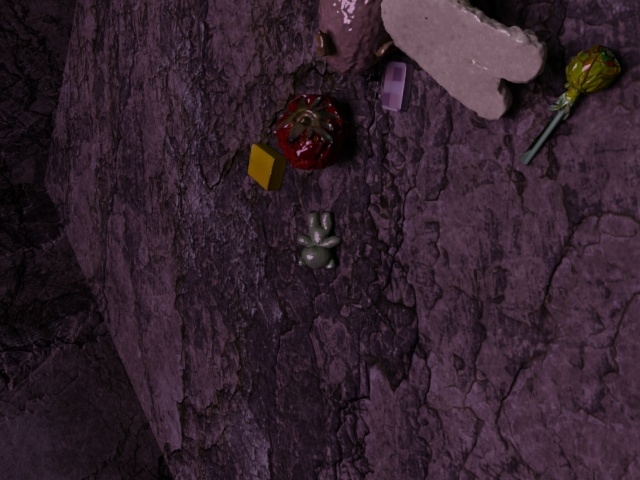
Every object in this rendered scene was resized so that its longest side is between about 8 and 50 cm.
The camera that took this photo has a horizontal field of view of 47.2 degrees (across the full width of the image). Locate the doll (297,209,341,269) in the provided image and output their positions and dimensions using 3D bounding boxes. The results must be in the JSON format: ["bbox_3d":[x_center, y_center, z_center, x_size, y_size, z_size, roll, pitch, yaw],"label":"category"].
[{"bbox_3d":[0.000,0.000,1.847,0.115,0.077,0.150,6,87,15],"label":"doll"}]

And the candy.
[{"bbox_3d":[0.417,-0.227,1.267,0.073,0.077,0.262,65,147,29],"label":"candy"}]

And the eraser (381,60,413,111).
[{"bbox_3d":[0.169,-0.339,1.608,0.065,0.026,0.105,25,113,46],"label":"eraser"}]

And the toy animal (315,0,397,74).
[{"bbox_3d":[0.090,-0.495,1.528,0.226,0.188,0.358,-89,7,-50],"label":"toy animal"}]

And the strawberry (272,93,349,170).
[{"bbox_3d":[-0.018,-0.247,1.765,0.187,0.184,0.201,62,166,22],"label":"strawberry"}]

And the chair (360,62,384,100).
[{"bbox_3d":[0.113,-0.365,1.667,0.037,0.042,0.086,42,125,48],"label":"chair"}]

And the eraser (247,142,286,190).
[{"bbox_3d":[-0.152,-0.206,2.035,0.122,0.045,0.097,41,125,44],"label":"eraser"}]

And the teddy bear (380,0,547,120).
[{"bbox_3d":[0.287,-0.485,1.359,0.375,0.362,0.327,33,154,1],"label":"teddy bear"}]
